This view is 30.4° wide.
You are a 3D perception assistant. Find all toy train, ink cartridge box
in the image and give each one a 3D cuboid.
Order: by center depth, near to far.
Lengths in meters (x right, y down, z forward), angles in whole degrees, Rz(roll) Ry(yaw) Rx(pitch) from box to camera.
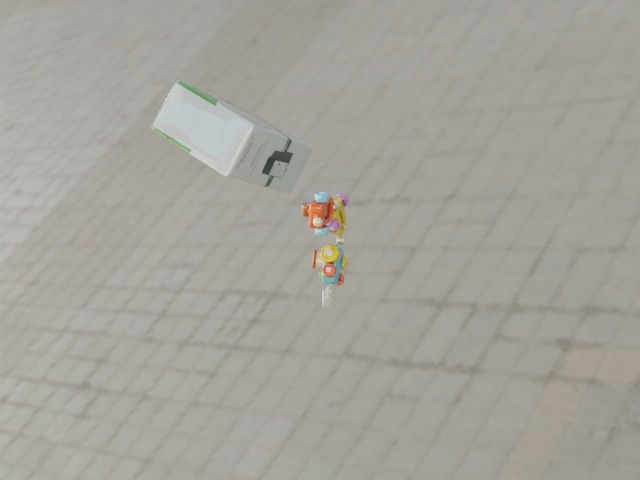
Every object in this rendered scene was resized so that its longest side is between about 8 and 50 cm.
[{"bbox_3d":[0.000,0.000,1.581,0.046,0.166,0.125,7,27,17],"label":"toy train"},{"bbox_3d":[-0.127,-0.151,1.757,0.153,0.208,0.087,32,98,23],"label":"ink cartridge box"}]
